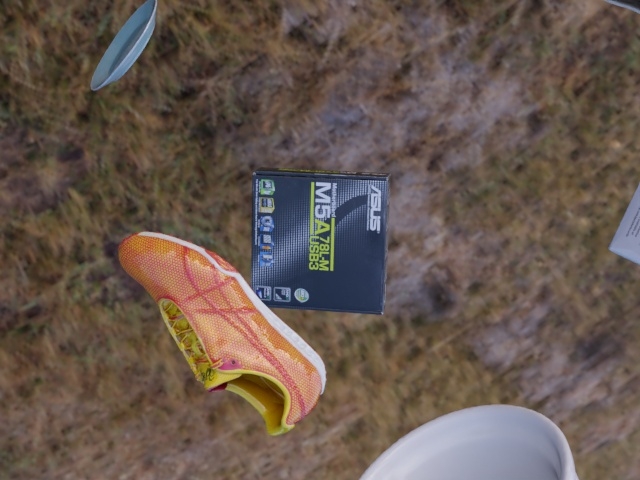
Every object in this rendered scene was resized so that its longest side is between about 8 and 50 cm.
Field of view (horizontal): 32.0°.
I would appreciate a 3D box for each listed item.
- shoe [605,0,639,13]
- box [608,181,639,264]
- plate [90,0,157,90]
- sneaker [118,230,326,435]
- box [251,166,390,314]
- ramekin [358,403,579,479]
[{"bbox_3d":[0.219,-0.237,0.903,0.058,0.219,0.076,-58,167,-10],"label":"shoe"},{"bbox_3d":[0.319,-0.018,0.781,0.038,0.186,0.145,5,111,-63],"label":"box"},{"bbox_3d":[-0.324,-0.326,1.879,0.024,0.188,0.188,35,115,-25],"label":"plate"},{"bbox_3d":[-0.072,0.060,0.758,0.067,0.175,0.064,-50,-179,-37],"label":"sneaker"},{"bbox_3d":[0.000,0.000,1.505,0.184,0.191,0.045,5,-168,11],"label":"box"},{"bbox_3d":[0.166,0.320,1.205,0.277,0.277,0.135,-32,114,0],"label":"ramekin"}]
